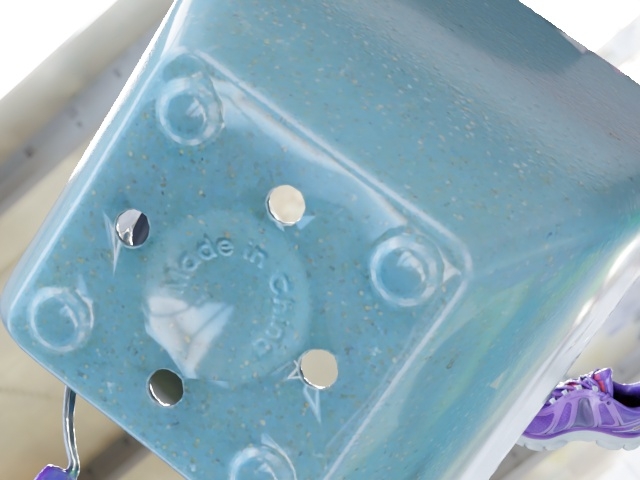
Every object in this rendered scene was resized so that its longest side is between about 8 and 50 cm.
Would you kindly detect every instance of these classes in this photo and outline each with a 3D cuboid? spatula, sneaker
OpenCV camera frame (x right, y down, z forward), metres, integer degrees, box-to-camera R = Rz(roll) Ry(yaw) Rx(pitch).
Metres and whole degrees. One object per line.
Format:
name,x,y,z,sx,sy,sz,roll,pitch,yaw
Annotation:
spatula,-0.149,0.089,1.045,0.030,0.296,0.084,14,162,14
sneaker,0.217,0.136,1.444,0.169,0.071,0.068,3,-139,-25

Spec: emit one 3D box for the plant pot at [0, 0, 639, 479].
plant pot,0.000,0.000,0.750,0.247,0.248,0.252,37,-162,9
